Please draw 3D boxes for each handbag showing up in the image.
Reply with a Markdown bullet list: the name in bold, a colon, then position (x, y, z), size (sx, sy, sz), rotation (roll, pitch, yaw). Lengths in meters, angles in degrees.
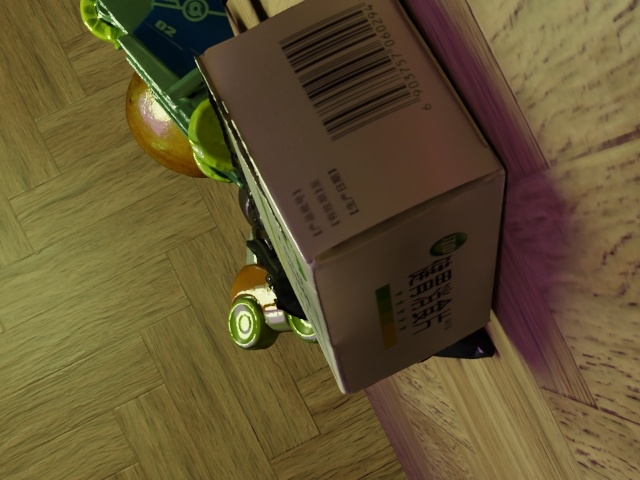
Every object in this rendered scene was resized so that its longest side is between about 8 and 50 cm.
- **handbag**: position (0.035, 0.050, 1.235), size (0.254, 0.211, 0.089), rotation (-134, 62, -76)

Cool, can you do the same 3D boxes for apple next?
- **apple**: position (-0.182, -0.204, 1.946), size (0.207, 0.237, 0.237), rotation (38, 174, 4)

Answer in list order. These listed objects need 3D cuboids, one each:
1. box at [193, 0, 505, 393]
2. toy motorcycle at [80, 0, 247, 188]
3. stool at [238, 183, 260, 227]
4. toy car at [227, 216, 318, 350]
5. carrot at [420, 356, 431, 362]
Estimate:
- **box**: position (0.030, -0.023, 0.948), size (0.333, 0.145, 0.173), rotation (76, 169, -68)
- **toy motorcycle**: position (-0.144, -0.236, 1.630), size (0.326, 0.200, 0.191), rotation (52, 176, -1)
- **stool**: position (-0.073, -0.097, 1.998), size (0.121, 0.125, 0.217), rotation (-119, 14, -54)
- **toy car**: position (-0.012, 0.017, 1.542), size (0.145, 0.235, 0.235), rotation (-1, -126, -45)
- **carrot**: position (0.058, 0.013, 1.402), size (0.070, 0.070, 0.260), rotation (-148, 34, -82)
